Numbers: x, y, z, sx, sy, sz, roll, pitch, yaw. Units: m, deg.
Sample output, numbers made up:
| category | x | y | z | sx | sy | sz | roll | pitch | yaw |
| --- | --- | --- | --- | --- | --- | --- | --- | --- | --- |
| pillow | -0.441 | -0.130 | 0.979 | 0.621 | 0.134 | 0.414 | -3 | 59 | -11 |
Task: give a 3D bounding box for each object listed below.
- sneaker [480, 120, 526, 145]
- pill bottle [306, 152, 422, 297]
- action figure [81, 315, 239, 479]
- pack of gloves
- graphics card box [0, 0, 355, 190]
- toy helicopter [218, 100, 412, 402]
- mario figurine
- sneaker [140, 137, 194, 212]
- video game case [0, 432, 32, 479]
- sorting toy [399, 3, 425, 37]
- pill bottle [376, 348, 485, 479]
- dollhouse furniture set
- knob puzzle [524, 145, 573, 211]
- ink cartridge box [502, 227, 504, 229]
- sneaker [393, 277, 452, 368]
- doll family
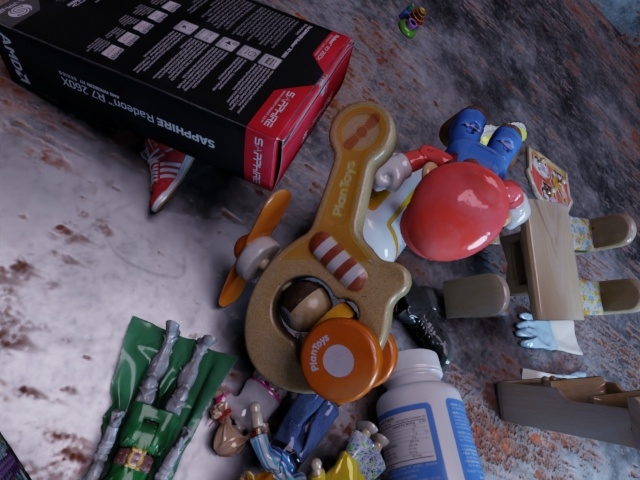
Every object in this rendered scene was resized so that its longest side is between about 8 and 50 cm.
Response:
| category | x | y | z | sx | sy | sz | roll | pitch | yaw |
| --- | --- | --- | --- | --- | --- | --- | --- | --- | --- |
| sneaker | 0.429 | -0.229 | 1.054 | 0.208 | 0.081 | 0.094 | -14 | 85 | -30 |
| pill bottle | 0.073 | -0.025 | 0.683 | 0.136 | 0.136 | 0.245 | 49 | 52 | -6 |
| action figure | -0.183 | 0.203 | 0.459 | 0.137 | 0.063 | 0.232 | 22 | 54 | -10 |
| pack of gloves | 0.504 | 0.249 | 0.909 | 0.232 | 0.046 | 0.195 | 11 | 65 | -30 |
| graphics card box | -0.170 | -0.231 | 0.554 | 0.371 | 0.094 | 0.233 | 23 | 56 | 4 |
| toy helicopter | 0.000 | 0.000 | 0.528 | 0.140 | 0.235 | 0.355 | 30 | 74 | -69 |
| mario figurine | 0.192 | -0.072 | 0.635 | 0.320 | 0.198 | 0.170 | -51 | 134 | -45 |
| sneaker | -0.217 | -0.095 | 0.580 | 0.067 | 0.042 | 0.118 | 33 | 48 | -22 |
| video game case | -0.212 | 0.240 | 0.318 | 0.042 | 0.232 | 0.210 | -30 | 89 | -37 |
| sorting toy | 0.230 | -0.551 | 1.077 | 0.061 | 0.042 | 0.102 | 39 | 54 | -14 |
| pill bottle | 0.145 | 0.271 | 0.599 | 0.124 | 0.124 | 0.221 | 16 | 48 | -27 |
| dollhouse furniture set | 0.439 | 0.113 | 0.745 | 0.362 | 0.256 | 0.394 | 4 | 77 | -24 |
| knob puzzle | 0.626 | -0.148 | 1.173 | 0.213 | 0.030 | 0.213 | 14 | 63 | -29 |
| ink cartridge box | 0.349 | -0.055 | 0.937 | 0.207 | 0.046 | 0.097 | -21 | 81 | -38 |
| sneaker | 0.158 | 0.130 | 0.730 | 0.089 | 0.051 | 0.170 | 5 | 62 | -32 |
| doll family | -0.014 | 0.259 | 0.511 | 0.263 | 0.118 | 0.163 | 47 | 49 | -5 |
